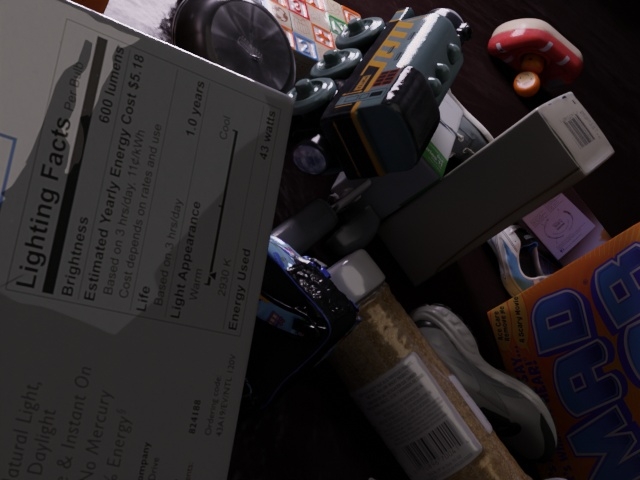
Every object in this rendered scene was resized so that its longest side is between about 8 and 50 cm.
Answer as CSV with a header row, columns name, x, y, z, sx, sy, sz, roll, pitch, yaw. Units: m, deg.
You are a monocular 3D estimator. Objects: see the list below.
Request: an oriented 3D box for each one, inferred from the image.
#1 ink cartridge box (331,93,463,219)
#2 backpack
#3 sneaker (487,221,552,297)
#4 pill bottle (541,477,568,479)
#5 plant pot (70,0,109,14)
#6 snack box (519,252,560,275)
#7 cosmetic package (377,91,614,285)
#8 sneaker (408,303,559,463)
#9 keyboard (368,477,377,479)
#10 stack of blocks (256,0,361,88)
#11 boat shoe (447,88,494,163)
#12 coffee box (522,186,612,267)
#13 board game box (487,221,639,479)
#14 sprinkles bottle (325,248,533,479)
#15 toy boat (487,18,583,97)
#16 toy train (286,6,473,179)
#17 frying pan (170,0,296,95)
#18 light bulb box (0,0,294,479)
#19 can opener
name,x,y,z,sx,sy,sz,roll,pitch,yaw
ink cartridge box,0.120,-0.137,1.203,0.087,0.153,0.208,44,38,-14
backpack,-0.066,0.068,0.851,0.173,0.158,0.117,46,27,12
sneaker,0.321,-0.011,1.366,0.085,0.086,0.237,-3,61,-45
pill bottle,0.304,0.435,0.918,0.283,0.161,0.161,54,37,4
plant pot,-0.339,-0.261,0.752,0.203,0.291,0.291,26,41,-5
snack box,0.416,0.068,1.450,0.178,0.022,0.064,35,41,-21
cosmetic package,0.246,-0.071,1.152,0.113,0.309,0.160,55,38,5
sneaker,0.202,0.210,1.066,0.271,0.100,0.108,43,52,-6
keyboard,0.074,0.383,0.845,0.072,0.014,0.256,30,43,-27
stack of blocks,-0.058,-0.315,1.217,0.297,0.087,0.171,16,50,-38
boat shoe,0.215,-0.195,1.425,0.099,0.116,0.319,-44,105,-10
coffee box,0.416,-0.038,1.406,0.246,0.098,0.141,41,14,-33
board game box,0.537,0.210,1.182,0.356,0.356,0.356,15,50,-38
sprinkles bottle,0.105,0.184,0.951,0.355,0.121,0.121,54,37,2
toy boat,0.483,-0.399,1.833,0.231,0.151,0.151,27,72,-29
toy train,0.086,-0.204,1.075,0.334,0.190,0.142,-57,132,-41
frying pan,-0.139,-0.209,0.998,0.326,0.053,0.197,-42,107,-43
light bulb box,-0.245,0.025,0.528,0.361,0.225,0.358,17,77,-37
can opener,0.000,0.000,1.031,0.095,0.076,0.283,50,38,-1
